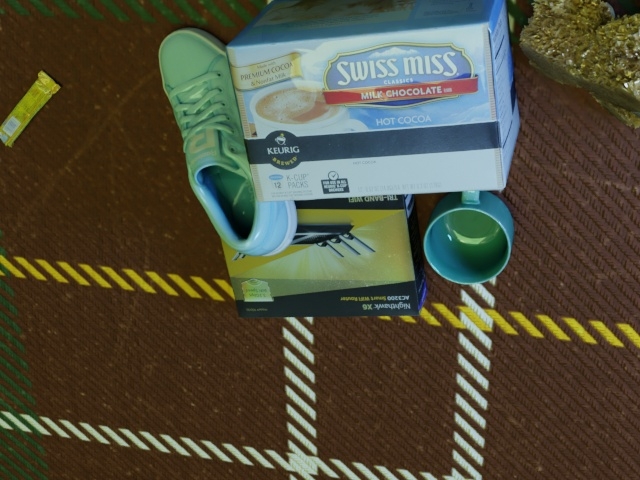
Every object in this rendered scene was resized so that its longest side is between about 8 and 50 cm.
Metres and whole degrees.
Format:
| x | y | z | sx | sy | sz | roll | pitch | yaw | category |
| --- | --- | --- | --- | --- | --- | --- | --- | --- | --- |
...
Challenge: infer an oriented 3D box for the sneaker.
| x | y | z | sx | sy | sz | roll | pitch | yaw | category |
| --- | --- | --- | --- | --- | --- | --- | --- | --- | --- |
| -0.144 | -0.148 | 1.524 | 0.135 | 0.150 | 0.366 | -28 | 87 | 15 | sneaker |

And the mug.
| x | y | z | sx | sy | sz | roll | pitch | yaw | category |
| --- | --- | --- | --- | --- | --- | --- | --- | --- | --- |
| 0.232 | -0.022 | 1.574 | 0.129 | 0.097 | 0.158 | 34 | 121 | -5 | mug |

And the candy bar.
| x | y | z | sx | sy | sz | roll | pitch | yaw | category |
| --- | --- | --- | --- | --- | --- | --- | --- | --- | --- |
| -0.479 | -0.210 | 1.710 | 0.040 | 0.018 | 0.161 | 44 | 121 | -7 | candy bar |

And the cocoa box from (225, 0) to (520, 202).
| x | y | z | sx | sy | sz | roll | pitch | yaw | category |
| --- | --- | --- | --- | --- | --- | --- | --- | --- | --- |
| 0.081 | -0.207 | 1.429 | 0.347 | 0.231 | 0.228 | -2 | 118 | 16 | cocoa box |

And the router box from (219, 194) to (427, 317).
| x | y | z | sx | sy | sz | roll | pitch | yaw | category |
| --- | --- | --- | --- | --- | --- | --- | --- | --- | --- |
| 0.000 | 0.000 | 1.660 | 0.308 | 0.081 | 0.243 | -3 | 118 | 17 | router box |

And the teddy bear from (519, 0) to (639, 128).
| x | y | z | sx | sy | sz | roll | pitch | yaw | category |
| --- | --- | --- | --- | --- | --- | --- | --- | --- | --- |
| 0.419 | -0.218 | 1.346 | 0.245 | 0.338 | 0.113 | 36 | 89 | -43 | teddy bear |
